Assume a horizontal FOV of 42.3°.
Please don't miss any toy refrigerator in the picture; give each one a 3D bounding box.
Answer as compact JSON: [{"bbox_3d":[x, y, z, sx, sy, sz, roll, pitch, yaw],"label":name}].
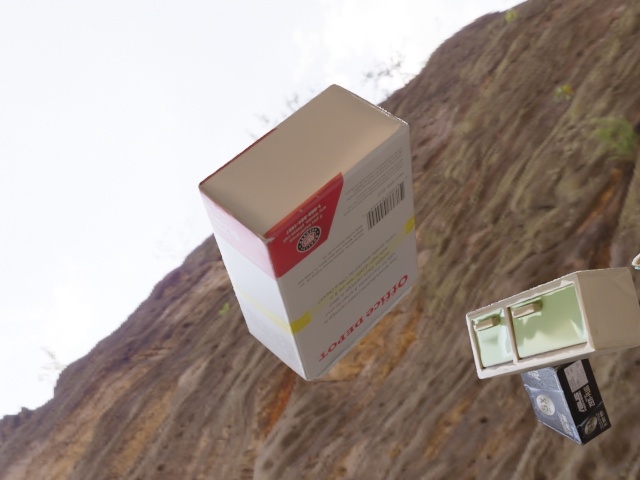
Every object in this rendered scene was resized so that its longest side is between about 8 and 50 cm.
[{"bbox_3d":[0.309,0.120,1.137,0.094,0.269,0.102,-4,-104,-22],"label":"toy refrigerator"}]

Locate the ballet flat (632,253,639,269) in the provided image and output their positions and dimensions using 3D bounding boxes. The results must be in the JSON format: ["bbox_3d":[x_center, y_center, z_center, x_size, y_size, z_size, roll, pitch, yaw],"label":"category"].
[{"bbox_3d":[0.790,0.025,1.864,0.232,0.080,0.073,-2,-85,-30],"label":"ballet flat"}]

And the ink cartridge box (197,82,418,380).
[{"bbox_3d":[0.000,0.000,1.284,0.279,0.160,0.384,-41,-34,-22],"label":"ink cartridge box"}]

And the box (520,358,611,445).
[{"bbox_3d":[0.473,0.290,1.631,0.078,0.147,0.180,-28,-72,-15],"label":"box"}]
